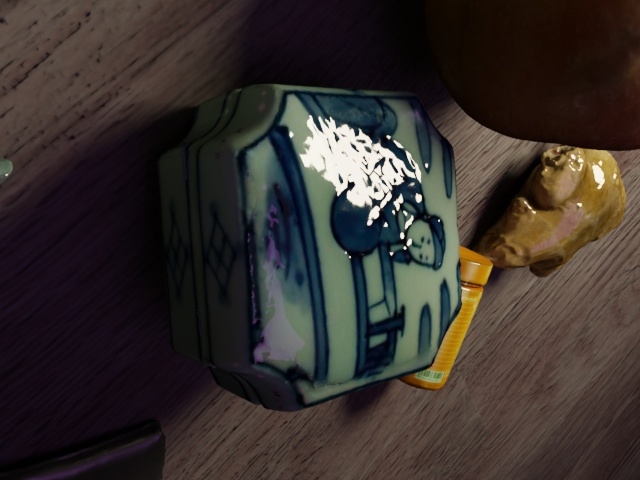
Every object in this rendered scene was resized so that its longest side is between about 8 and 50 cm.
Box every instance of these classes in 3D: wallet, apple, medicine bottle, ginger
[{"bbox_3d":[-0.289,0.283,0.707,0.285,0.030,0.146,-9,115,-38],"label":"wallet"},{"bbox_3d":[0.278,-0.267,0.694,0.338,0.338,0.305,-25,130,-30],"label":"apple"},{"bbox_3d":[0.160,0.103,0.967,0.096,0.096,0.192,5,109,-44],"label":"medicine bottle"},{"bbox_3d":[0.339,-0.037,1.031,0.270,0.123,0.219,-33,134,-24],"label":"ginger"}]

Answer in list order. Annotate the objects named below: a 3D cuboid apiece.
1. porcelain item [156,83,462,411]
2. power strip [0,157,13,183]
[{"bbox_3d":[0.000,0.000,0.660,0.285,0.157,0.282,-5,95,-40],"label":"porcelain item"},{"bbox_3d":[-0.312,-0.098,0.458,0.137,0.044,0.216,-37,133,-21],"label":"power strip"}]
